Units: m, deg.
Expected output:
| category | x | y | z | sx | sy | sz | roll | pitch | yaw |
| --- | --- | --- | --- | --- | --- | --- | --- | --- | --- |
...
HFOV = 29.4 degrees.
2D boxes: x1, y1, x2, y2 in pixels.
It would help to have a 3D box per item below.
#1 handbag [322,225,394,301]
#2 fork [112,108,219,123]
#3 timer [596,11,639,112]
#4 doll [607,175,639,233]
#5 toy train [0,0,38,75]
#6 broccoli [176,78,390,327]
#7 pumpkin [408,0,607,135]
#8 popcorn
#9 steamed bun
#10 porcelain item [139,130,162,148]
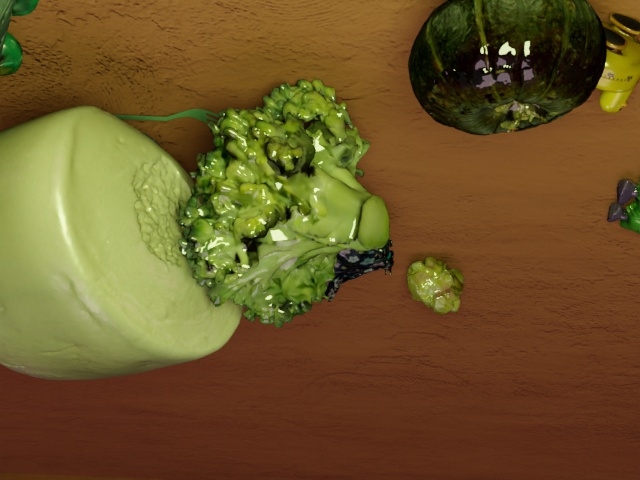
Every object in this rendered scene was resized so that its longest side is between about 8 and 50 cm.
| category | x | y | z | sx | sy | sz | roll | pitch | yaw |
| --- | --- | --- | --- | --- | --- | --- | --- | --- | --- |
| handbag | 0.000 | 0.000 | 2.018 | 0.229 | 0.126 | 0.208 | 26 | 138 | -33 |
| fork | -0.249 | -0.189 | 1.830 | 0.235 | 0.021 | 0.039 | 5 | 147 | 2 |
| timer | 0.365 | -0.228 | 1.572 | 0.107 | 0.107 | 0.109 | 11 | 131 | -11 |
| doll | 0.518 | -0.062 | 1.911 | 0.115 | 0.050 | 0.190 | 6 | 149 | 5 |
| toy train | -0.518 | -0.275 | 1.579 | 0.249 | 0.178 | 0.429 | 24 | 147 | -10 |
| broccoli | -0.048 | -0.057 | 1.716 | 0.272 | 0.323 | 0.334 | -21 | 154 | 24 |
| pumpkin | 0.225 | -0.213 | 1.470 | 0.238 | 0.159 | 0.238 | -11 | 159 | -4 |
| popcorn | 0.202 | 0.079 | 2.176 | 0.109 | 0.089 | 0.097 | 22 | -177 | -12 |
| steamed bun | -0.358 | 0.045 | 1.758 | 0.371 | 0.289 | 0.456 | -16 | 140 | 30 |
| porcelain item | -0.316 | -0.100 | 1.898 | 0.147 | 0.114 | 0.147 | 4 | 147 | 3 |
